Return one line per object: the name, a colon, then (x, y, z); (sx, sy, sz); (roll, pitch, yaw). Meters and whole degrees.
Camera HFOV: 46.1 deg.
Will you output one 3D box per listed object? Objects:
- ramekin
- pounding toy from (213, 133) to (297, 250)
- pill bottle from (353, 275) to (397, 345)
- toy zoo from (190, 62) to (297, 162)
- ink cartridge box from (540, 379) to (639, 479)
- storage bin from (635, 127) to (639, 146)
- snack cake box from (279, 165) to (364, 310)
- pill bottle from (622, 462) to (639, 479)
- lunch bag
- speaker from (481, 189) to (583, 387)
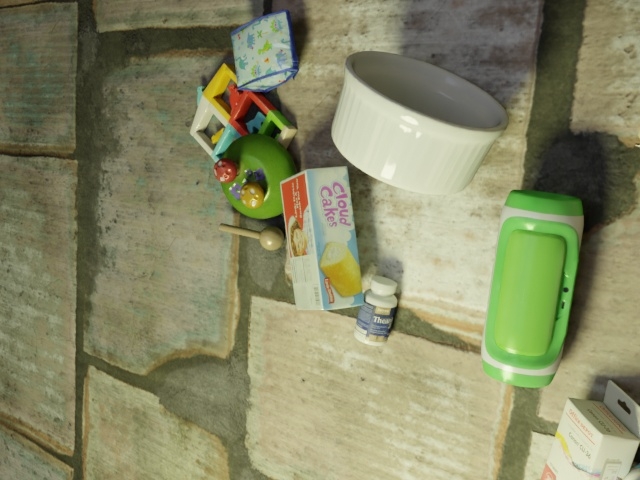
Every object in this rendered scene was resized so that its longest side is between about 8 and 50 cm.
ramekin: (0.152, -0.191, 1.229); (0.277, 0.277, 0.135); (40, 125, 30)
pounding toy: (-0.155, -0.098, 1.561); (0.183, 0.110, 0.236); (16, 111, 23)
pill bottle: (0.107, 0.132, 1.419); (0.067, 0.067, 0.120); (24, 109, 36)
toy zoo: (-0.189, -0.255, 1.660); (0.293, 0.030, 0.192); (48, 121, 26)
ink cartridge box: (0.412, 0.319, 1.144); (0.115, 0.067, 0.198); (-119, 40, -71)
storage bin: (0.567, -0.228, 0.967); (0.260, 0.123, 0.262); (19, 106, 38)
snack cake box: (0.000, 0.000, 1.449); (0.152, 0.089, 0.264); (169, 94, -70)
pill bottle: (0.478, 0.357, 1.065); (0.087, 0.160, 0.087); (4, 95, 40)
lunch bag: (-0.104, -0.385, 1.536); (0.151, 0.096, 0.128); (-13, 85, 50)
speaker: (0.333, 0.073, 1.188); (0.131, 0.131, 0.296); (14, 103, 39)
